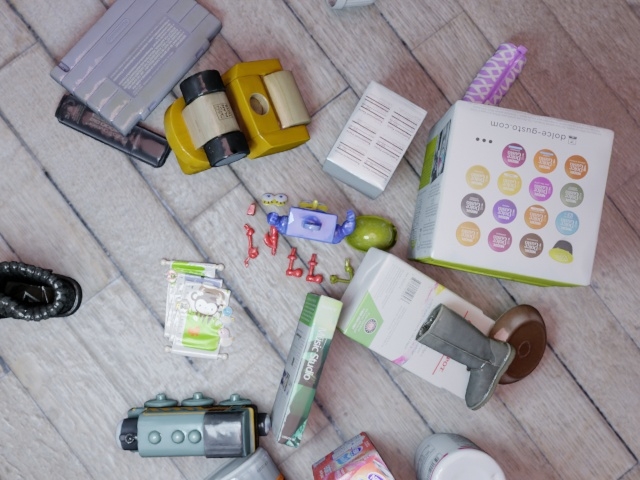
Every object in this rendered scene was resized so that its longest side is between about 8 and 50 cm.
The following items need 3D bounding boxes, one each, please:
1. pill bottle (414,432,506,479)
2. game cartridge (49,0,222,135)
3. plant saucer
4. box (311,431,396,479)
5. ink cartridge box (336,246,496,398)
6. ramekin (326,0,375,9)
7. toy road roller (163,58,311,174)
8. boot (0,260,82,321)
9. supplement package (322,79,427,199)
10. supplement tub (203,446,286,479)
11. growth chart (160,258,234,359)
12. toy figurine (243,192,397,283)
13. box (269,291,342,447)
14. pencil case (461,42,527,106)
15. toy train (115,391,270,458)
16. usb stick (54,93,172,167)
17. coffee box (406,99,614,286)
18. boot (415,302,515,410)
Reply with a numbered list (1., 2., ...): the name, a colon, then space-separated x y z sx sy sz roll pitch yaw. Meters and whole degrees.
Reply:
1. pill bottle: 0.296 0.513 1.804 0.160 0.283 0.161 0 87 -3
2. game cartridge: -0.421 -0.439 1.907 0.230 0.068 0.355 40 78 -3
3. plant saucer: 0.461 0.247 1.900 0.198 0.036 0.199 -11 110 -32
4. box: 0.084 0.532 1.783 0.154 0.300 0.142 -33 88 -6
5. ink cartridge box: 0.223 0.192 1.873 0.353 0.119 0.207 32 86 -19
6. ramekin: 0.079 -0.639 1.896 0.108 0.207 0.207 -1 87 -13
7. toy road roller: -0.209 -0.269 1.883 0.329 0.240 0.203 -20 88 -42
8. boot: -0.701 0.113 1.775 0.347 0.260 0.131 -3 87 -4
9. supplement package: 0.120 -0.223 1.876 0.149 0.194 0.203 30 86 -1
10. supplement tub: -0.124 0.637 1.819 0.193 0.193 0.316 -32 90 -5
11. growth chart: -0.288 0.162 1.919 0.171 0.021 0.238 0 88 -5
12. toy figurine: 0.000 0.000 1.847 0.362 0.217 0.191 13 86 -2
13. box: -0.037 0.277 1.822 0.058 0.232 0.322 16 87 -7
14. pencil case: 0.409 -0.371 1.955 0.086 0.088 0.206 33 85 -4
15. toy train: -0.282 0.413 1.806 0.333 0.190 0.142 -1 87 6
16. usb stick: -0.481 -0.256 1.916 0.277 0.045 0.077 25 90 -2
17. coffee box: 0.401 -0.086 1.815 0.337 0.338 0.335 11 87 -3
18. boot: 0.301 0.258 1.806 0.208 0.076 0.190 25 98 -18
